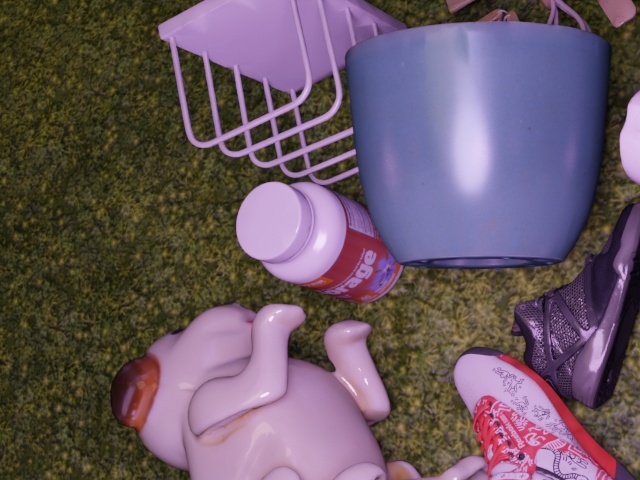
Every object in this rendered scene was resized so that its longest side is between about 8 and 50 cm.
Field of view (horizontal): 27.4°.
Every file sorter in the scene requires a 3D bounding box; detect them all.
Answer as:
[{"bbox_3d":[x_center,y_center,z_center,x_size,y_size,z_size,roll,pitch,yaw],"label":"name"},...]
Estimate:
[{"bbox_3d":[-0.024,-0.188,1.601,0.193,0.278,0.173,-22,71,29],"label":"file sorter"}]

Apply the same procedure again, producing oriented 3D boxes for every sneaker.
[{"bbox_3d":[0.204,0.229,1.393,0.270,0.145,0.090,44,139,27],"label":"sneaker"},{"bbox_3d":[0.284,0.056,1.438,0.130,0.087,0.227,21,96,30],"label":"sneaker"}]

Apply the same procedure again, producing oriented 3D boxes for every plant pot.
[{"bbox_3d":[0.173,-0.089,1.442,0.293,0.293,0.235,-3,84,34],"label":"plant pot"}]

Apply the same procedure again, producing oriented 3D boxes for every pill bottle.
[{"bbox_3d":[0.000,0.000,1.567,0.121,0.216,0.121,-10,73,33],"label":"pill bottle"}]

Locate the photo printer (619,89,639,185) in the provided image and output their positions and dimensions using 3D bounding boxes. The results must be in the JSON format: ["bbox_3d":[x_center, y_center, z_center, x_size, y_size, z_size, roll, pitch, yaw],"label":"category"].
[{"bbox_3d":[0.436,-0.059,1.227,0.256,0.307,0.107,15,86,35],"label":"photo printer"}]

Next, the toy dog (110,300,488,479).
[{"bbox_3d":[-0.059,0.248,1.544,0.408,0.284,0.395,46,123,35],"label":"toy dog"}]

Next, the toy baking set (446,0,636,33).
[{"bbox_3d":[0.257,-0.287,1.555,0.256,0.030,0.197,-6,60,32],"label":"toy baking set"}]
